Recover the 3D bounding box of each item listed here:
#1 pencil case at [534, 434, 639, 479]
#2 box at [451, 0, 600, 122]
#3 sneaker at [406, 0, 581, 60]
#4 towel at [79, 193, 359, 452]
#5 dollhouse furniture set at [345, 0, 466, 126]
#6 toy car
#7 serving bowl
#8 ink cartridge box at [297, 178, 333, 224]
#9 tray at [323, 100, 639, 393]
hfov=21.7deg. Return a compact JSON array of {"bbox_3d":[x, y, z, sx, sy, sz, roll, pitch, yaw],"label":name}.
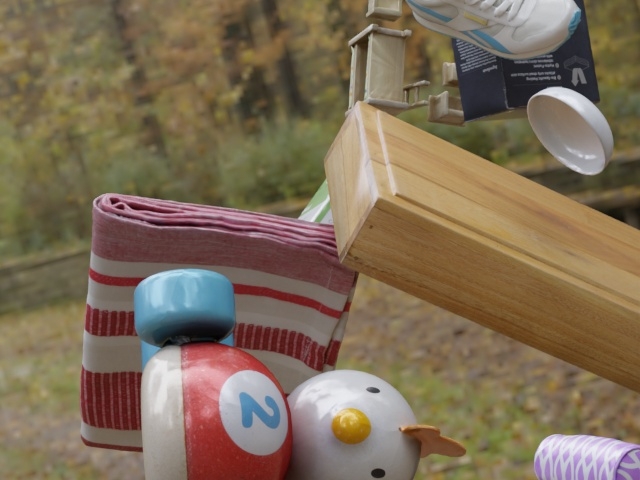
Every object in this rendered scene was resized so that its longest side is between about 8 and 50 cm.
[{"bbox_3d":[0.378,0.310,2.269,0.088,0.086,0.206,13,-5,-27],"label":"pencil case"},{"bbox_3d":[0.252,-0.235,2.079,0.156,0.158,0.093,-6,-4,-34],"label":"box"},{"bbox_3d":[0.188,-0.272,1.912,0.228,0.087,0.092,16,-17,32],"label":"sneaker"},{"bbox_3d":[-0.100,0.098,1.533,0.237,0.329,0.037,8,44,-4],"label":"towel"},{"bbox_3d":[0.126,-0.253,2.291,0.161,0.182,0.101,7,-11,-19],"label":"dollhouse furniture set"},{"bbox_3d":[-0.010,0.145,1.212,0.238,0.219,0.210,-4,-21,-5],"label":"toy car"},{"bbox_3d":[0.208,-0.094,1.359,0.027,0.083,0.083,-43,16,-19],"label":"serving bowl"},{"bbox_3d":[0.000,0.000,1.922,0.209,0.062,0.109,-55,9,-21],"label":"ink cartridge box"},{"bbox_3d":[0.206,0.025,1.436,0.411,0.076,0.203,24,23,-15],"label":"tray"}]
